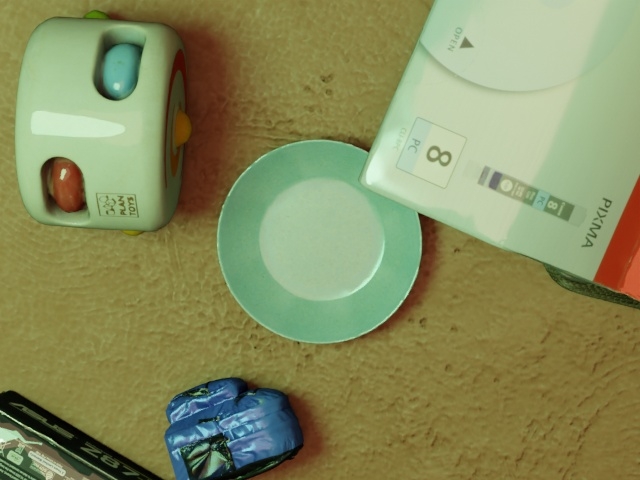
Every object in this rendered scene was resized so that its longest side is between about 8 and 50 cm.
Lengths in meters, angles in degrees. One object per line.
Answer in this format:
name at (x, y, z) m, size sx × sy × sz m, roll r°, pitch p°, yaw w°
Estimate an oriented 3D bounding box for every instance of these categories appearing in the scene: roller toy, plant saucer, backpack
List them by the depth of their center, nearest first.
roller toy at (-0.190, -0.103, 1.761) m, size 0.146 × 0.191 × 0.209 m, roll 4°, pitch 97°, yaw 3°
backpack at (-0.081, 0.179, 1.834) m, size 0.120 × 0.098 × 0.101 m, roll -16°, pitch 92°, yaw 7°
plant saucer at (0.000, 0.000, 1.836) m, size 0.195 × 0.037 × 0.195 m, roll 1°, pitch 96°, yaw 5°

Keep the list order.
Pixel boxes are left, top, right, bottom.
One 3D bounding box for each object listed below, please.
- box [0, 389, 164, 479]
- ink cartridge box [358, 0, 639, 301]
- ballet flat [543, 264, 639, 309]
box at (-0.219, 0.379, 1.871) m, size 0.395 × 0.097 × 0.318 m, roll 29°, pitch 97°, yaw 1°
ink cartridge box at (0.268, -0.114, 1.723) m, size 0.385 × 0.091 × 0.308 m, roll 24°, pitch 94°, yaw 10°
ballet flat at (0.326, 0.043, 1.810) m, size 0.250 × 0.058 × 0.084 m, roll 13°, pitch 73°, yaw -3°
